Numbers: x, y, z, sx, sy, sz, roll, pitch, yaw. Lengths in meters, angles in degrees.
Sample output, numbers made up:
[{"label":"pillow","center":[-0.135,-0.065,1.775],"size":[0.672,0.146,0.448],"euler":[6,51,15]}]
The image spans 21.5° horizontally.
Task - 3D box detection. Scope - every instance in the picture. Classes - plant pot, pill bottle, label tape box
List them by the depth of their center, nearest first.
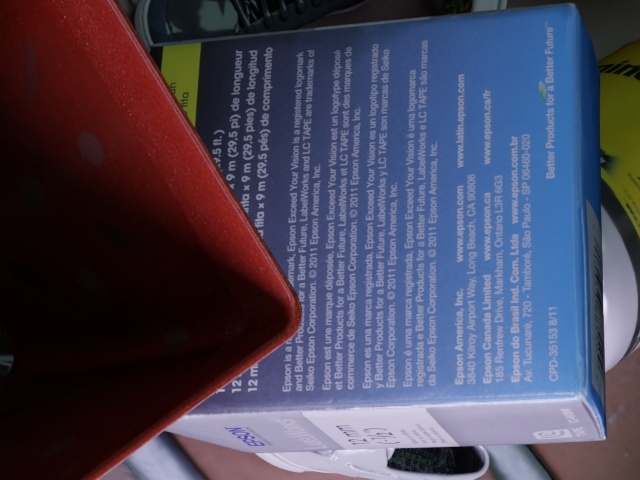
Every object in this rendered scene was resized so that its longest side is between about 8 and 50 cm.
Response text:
[{"label":"plant pot","center":[-0.223,0.020,0.888],"size":[0.267,0.236,0.267],"euler":[-35,96,-37]},{"label":"label tape box","center":[0.000,0.000,1.059],"size":[0.115,0.348,0.249],"euler":[46,43,-63]},{"label":"pill bottle","center":[0.236,-0.043,1.246],"size":[0.334,0.188,0.188],"euler":[-31,94,-37]}]

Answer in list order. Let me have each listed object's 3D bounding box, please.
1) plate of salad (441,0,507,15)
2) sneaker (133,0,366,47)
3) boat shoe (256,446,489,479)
[{"label":"plate of salad","center":[0.107,-0.164,1.216],"size":[0.048,0.200,0.199],"euler":[12,65,8]},{"label":"sneaker","center":[-0.008,-0.190,1.143],"size":[0.226,0.163,0.086],"euler":[-28,94,-35]},{"label":"boat shoe","center":[0.032,0.133,1.132],"size":[0.184,0.063,0.066],"euler":[25,63,-26]}]
